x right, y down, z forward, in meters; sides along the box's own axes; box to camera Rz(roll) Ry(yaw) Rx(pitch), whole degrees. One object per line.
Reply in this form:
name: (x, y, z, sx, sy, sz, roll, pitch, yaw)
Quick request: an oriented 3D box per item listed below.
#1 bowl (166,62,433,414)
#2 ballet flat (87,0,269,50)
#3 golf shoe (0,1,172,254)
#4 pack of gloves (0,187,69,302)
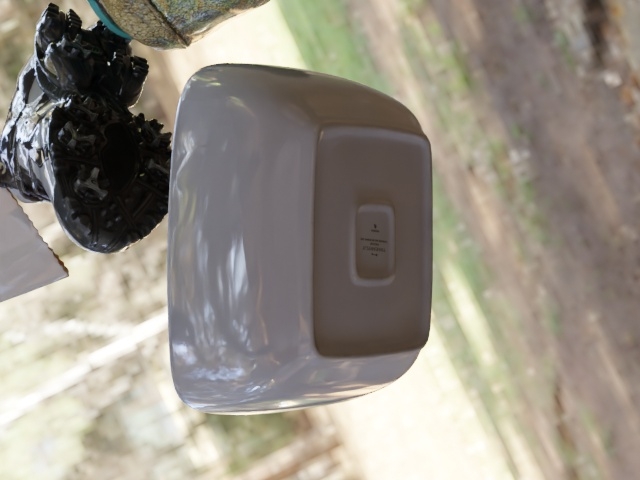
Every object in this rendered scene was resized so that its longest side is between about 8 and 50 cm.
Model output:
bowl: (0.000, 0.000, 0.725, 0.142, 0.053, 0.142, 2, -91, -56)
ballet flat: (-0.016, -0.216, 0.995, 0.123, 0.123, 0.348, 66, -149, -25)
golf shoe: (-0.128, -0.040, 0.954, 0.077, 0.094, 0.198, 23, -152, -24)
pack of gloves: (-0.293, -0.018, 1.056, 0.195, 0.232, 0.046, 58, -162, -29)
